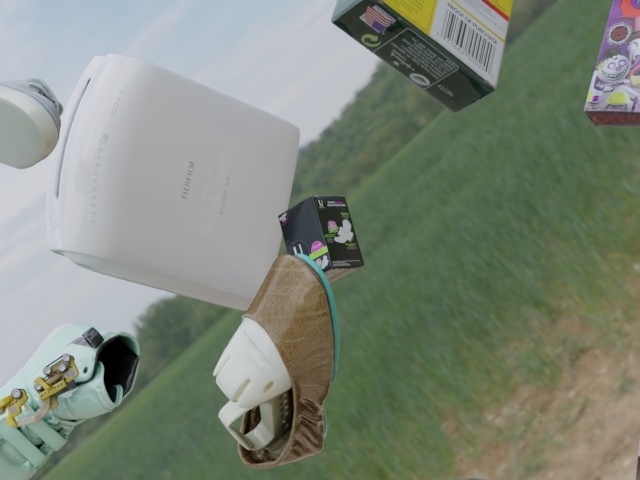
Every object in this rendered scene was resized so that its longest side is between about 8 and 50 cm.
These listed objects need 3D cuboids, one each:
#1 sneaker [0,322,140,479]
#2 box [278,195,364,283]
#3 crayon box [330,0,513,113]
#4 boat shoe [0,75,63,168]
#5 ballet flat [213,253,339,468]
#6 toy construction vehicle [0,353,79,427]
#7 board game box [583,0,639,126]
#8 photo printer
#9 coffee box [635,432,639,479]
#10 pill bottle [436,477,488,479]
[{"bbox_3d":[-0.297,0.191,1.251,0.151,0.094,0.256,-7,44,49],"label":"sneaker"},{"bbox_3d":[0.000,0.000,1.248,0.052,0.083,0.062,-1,-20,-44],"label":"box"},{"bbox_3d":[0.144,-0.337,1.406,0.081,0.202,0.319,-28,37,48],"label":"crayon box"},{"bbox_3d":[-0.282,-0.117,1.048,0.081,0.079,0.227,-41,25,-27],"label":"boat shoe"},{"bbox_3d":[-0.054,0.152,1.240,0.124,0.116,0.342,-29,-29,-22],"label":"ballet flat"},{"bbox_3d":[-0.288,0.160,1.193,0.098,0.035,0.086,-34,-6,-10],"label":"toy construction vehicle"},{"bbox_3d":[0.533,-0.244,1.501,0.346,0.056,0.208,6,66,36],"label":"board game box"},{"bbox_3d":[-0.178,-0.069,1.378,0.107,0.307,0.256,2,77,47],"label":"photo printer"},{"bbox_3d":[0.433,0.211,1.214,0.168,0.297,0.119,-15,25,-30],"label":"coffee box"},{"bbox_3d":[0.164,0.390,1.489,0.161,0.161,0.283,-43,-23,11],"label":"pill bottle"}]
